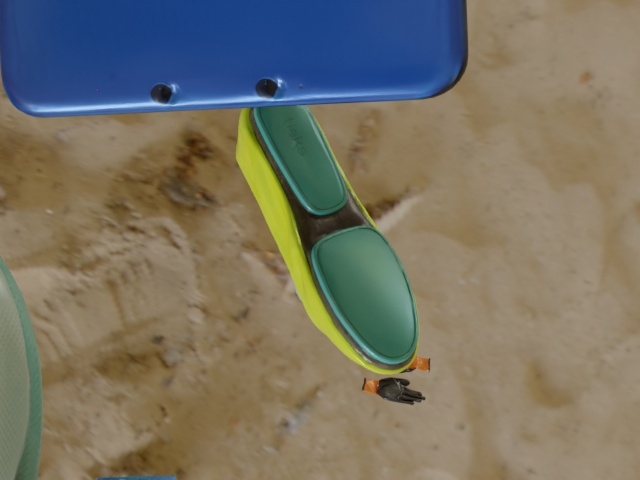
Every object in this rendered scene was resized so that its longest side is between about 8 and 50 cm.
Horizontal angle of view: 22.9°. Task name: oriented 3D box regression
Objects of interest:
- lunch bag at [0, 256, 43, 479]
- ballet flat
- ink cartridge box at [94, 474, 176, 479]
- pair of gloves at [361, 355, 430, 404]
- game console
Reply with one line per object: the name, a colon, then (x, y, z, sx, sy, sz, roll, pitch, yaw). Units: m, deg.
lunch bag: (-0.185, 0.105, 0.352, 0.108, 0.224, 0.279, -9, 114, -60)
ballet flat: (0.000, 0.000, 1.130, 0.077, 0.077, 0.231, -16, 71, -31)
ink cartridge box: (-0.103, 0.204, 0.872, 0.052, 0.122, 0.088, 3, 139, -31)
pair of gloves: (0.089, 0.155, 1.834, 0.074, 0.083, 0.010, 14, 134, 0)
game console: (-0.046, -0.218, 0.995, 0.293, 0.250, 0.173, -1, 125, 14)
